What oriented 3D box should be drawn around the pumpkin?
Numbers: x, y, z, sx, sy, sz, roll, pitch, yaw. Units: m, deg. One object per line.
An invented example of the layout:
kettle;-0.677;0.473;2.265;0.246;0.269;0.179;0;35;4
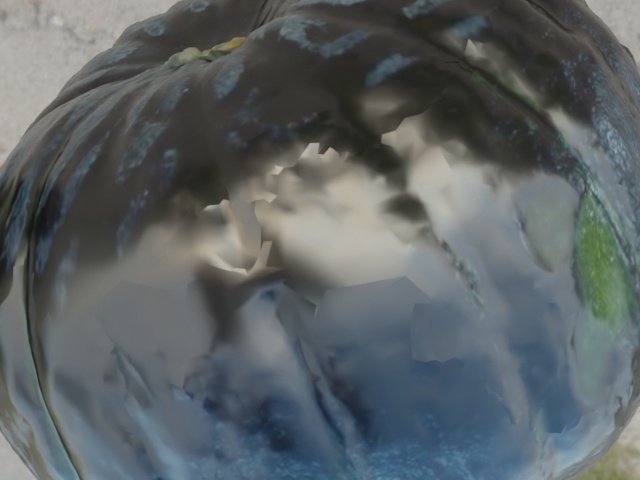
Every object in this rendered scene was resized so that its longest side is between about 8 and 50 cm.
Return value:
pumpkin;0.000;0.000;0.540;0.363;0.363;0.266;-20;117;25
